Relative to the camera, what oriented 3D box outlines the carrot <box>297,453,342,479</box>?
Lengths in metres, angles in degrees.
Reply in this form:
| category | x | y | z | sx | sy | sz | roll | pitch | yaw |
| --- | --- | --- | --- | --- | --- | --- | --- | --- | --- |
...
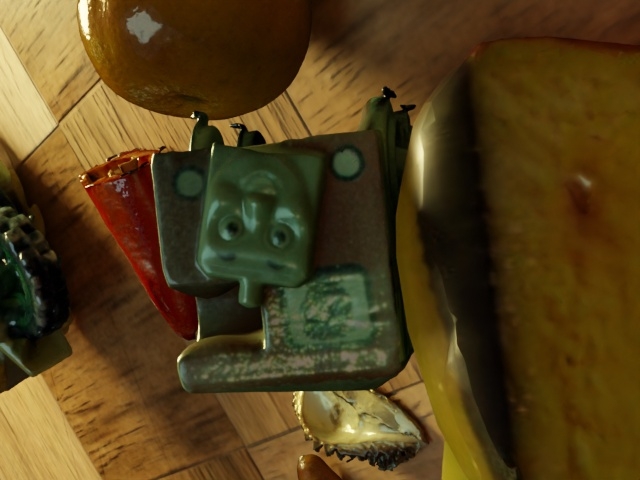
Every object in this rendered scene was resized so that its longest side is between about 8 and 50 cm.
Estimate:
| category | x | y | z | sx | sy | sz | roll | pitch | yaw |
| --- | --- | --- | --- | --- | --- | --- | --- | --- | --- |
| carrot | 0.018 | 0.237 | 1.211 | 0.048 | 0.048 | 0.139 | -21 | 97 | 56 |

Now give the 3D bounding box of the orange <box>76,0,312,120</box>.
| category | x | y | z | sx | sy | sz | roll | pitch | yaw |
| --- | --- | --- | --- | --- | --- | --- | --- | --- | --- |
| orange | -0.080 | -0.149 | 0.963 | 0.155 | 0.155 | 0.134 | -27 | 51 | 57 |

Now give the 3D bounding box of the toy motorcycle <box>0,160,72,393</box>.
| category | x | y | z | sx | sy | sz | roll | pitch | yaw |
| --- | --- | --- | --- | --- | --- | --- | --- | --- | --- |
| toy motorcycle | -0.378 | -0.011 | 1.433 | 0.410 | 0.169 | 0.237 | 38 | 142 | 29 |

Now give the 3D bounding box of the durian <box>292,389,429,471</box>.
| category | x | y | z | sx | sy | sz | roll | pitch | yaw |
| --- | --- | --- | --- | --- | --- | --- | --- | --- | --- |
| durian | 0.031 | 0.140 | 1.141 | 0.130 | 0.052 | 0.066 | 27 | 96 | 35 |

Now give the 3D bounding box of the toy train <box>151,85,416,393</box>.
| category | x | y | z | sx | sy | sz | roll | pitch | yaw |
| --- | --- | --- | --- | --- | --- | --- | --- | --- | --- |
| toy train | 0.000 | 0.000 | 0.845 | 0.326 | 0.129 | 0.159 | -24 | -70 | -82 |

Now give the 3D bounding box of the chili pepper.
| category | x | y | z | sx | sy | sz | roll | pitch | yaw |
| --- | --- | --- | --- | --- | --- | --- | --- | --- | --- |
| chili pepper | -0.136 | 0.011 | 1.231 | 0.088 | 0.065 | 0.169 | 5 | 122 | 52 |

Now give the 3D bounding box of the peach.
| category | x | y | z | sx | sy | sz | roll | pitch | yaw |
| --- | --- | --- | --- | --- | --- | --- | --- | --- | --- |
| peach | 0.170 | 0.086 | 0.718 | 0.306 | 0.242 | 0.380 | -94 | -8 | -52 |
